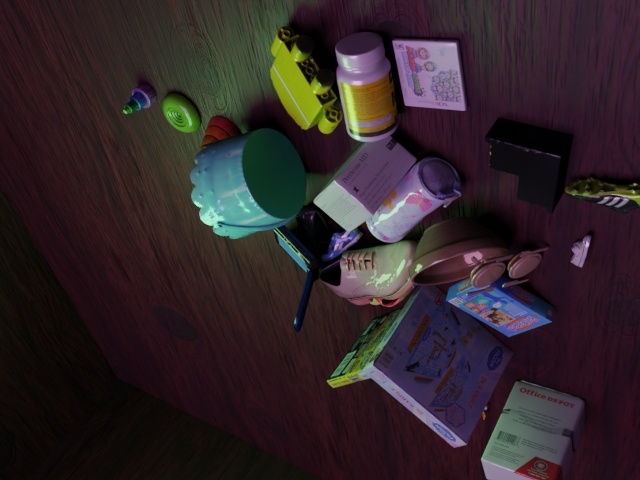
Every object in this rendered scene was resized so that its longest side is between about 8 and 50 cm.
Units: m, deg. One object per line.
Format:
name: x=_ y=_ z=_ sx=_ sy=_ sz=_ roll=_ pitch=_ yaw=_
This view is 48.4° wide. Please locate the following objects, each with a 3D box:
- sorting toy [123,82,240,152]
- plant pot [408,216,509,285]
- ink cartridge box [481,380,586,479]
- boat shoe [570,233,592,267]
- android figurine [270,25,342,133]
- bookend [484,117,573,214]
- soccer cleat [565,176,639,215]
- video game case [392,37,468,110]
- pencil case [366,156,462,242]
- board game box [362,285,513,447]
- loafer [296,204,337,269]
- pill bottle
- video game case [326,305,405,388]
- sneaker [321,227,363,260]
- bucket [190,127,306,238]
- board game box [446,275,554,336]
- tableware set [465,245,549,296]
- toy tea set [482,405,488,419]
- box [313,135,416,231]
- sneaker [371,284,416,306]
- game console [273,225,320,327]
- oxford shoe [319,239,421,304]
sorting toy: x=-0.399 y=-0.316 z=1.986 sx=0.365 sy=0.126 sz=0.127 roll=29 pitch=145 yaw=13
plant pot: x=0.314 y=0.016 z=1.681 sx=0.237 sy=0.237 sz=0.109 roll=-43 pitch=57 yaw=56
ink cartridge box: x=0.585 y=0.542 z=1.942 sx=0.197 sy=0.273 sz=0.114 roll=13 pitch=142 yaw=33
boat shoe: x=0.570 y=0.020 z=1.565 sx=0.035 sy=0.035 sz=0.100 roll=20 pitch=149 yaw=20
android figurine: x=-0.039 y=-0.352 z=1.610 sx=0.248 sy=0.056 sz=0.273 roll=58 pitch=164 yaw=3
bookend: x=0.422 y=-0.153 z=1.466 sx=0.156 sy=0.072 sz=0.157 roll=20 pitch=142 yaw=27
soccer cleat: x=0.578 y=-0.085 z=1.415 sx=0.179 sy=0.060 sz=0.072 roll=6 pitch=136 yaw=34
video game case: x=0.227 y=-0.343 z=1.472 sx=0.143 sy=0.019 sz=0.157 roll=12 pitch=138 yaw=33
pencil case: x=0.216 y=-0.092 z=1.691 sx=0.124 sy=0.113 sz=0.273 roll=12 pitch=153 yaw=-23
board game box: x=0.318 y=0.320 z=1.889 sx=0.318 sy=0.318 sz=0.066 roll=41 pitch=147 yaw=-2
loafer: x=0.000 y=0.000 z=2.023 sx=0.078 sy=0.076 sz=0.223 roll=12 pitch=135 yaw=47
pill bottle: x=0.098 y=-0.327 z=1.522 sx=0.119 sy=0.119 sz=0.208 roll=16 pitch=140 yaw=30
video game case: x=0.161 y=0.299 z=2.045 sx=0.035 sy=0.275 sz=0.248 roll=47 pitch=145 yaw=-8
sneaker: x=0.051 y=0.004 z=1.975 sx=0.144 sy=0.053 sz=0.059 roll=-38 pitch=94 yaw=21
bucket: x=-0.178 y=-0.151 z=1.849 sx=0.183 sy=0.281 sz=0.281 roll=-13 pitch=121 yaw=39
board game box: x=0.447 y=0.158 z=1.780 sx=0.210 sy=0.047 sz=0.160 roll=31 pitch=147 yaw=-15
tableware set: x=0.421 y=0.059 z=1.638 sx=0.039 sy=0.194 sz=0.128 roll=60 pitch=148 yaw=35
toy tea set: x=0.405 y=0.453 z=2.132 sx=0.200 sy=0.124 sz=0.336 roll=24 pitch=143 yaw=21
box: x=0.100 y=-0.138 z=1.652 sx=0.119 sy=0.181 sz=0.182 roll=40 pitch=161 yaw=-5
sneaker: x=0.183 y=0.149 z=2.014 sx=0.081 sy=0.094 sz=0.208 roll=42 pitch=147 yaw=-8
game console: x=-0.092 y=0.108 z=2.035 sx=0.250 sy=0.173 sz=0.293 roll=46 pitch=172 yaw=7
oxford shoe: x=0.132 y=0.082 z=1.905 sx=0.146 sy=0.140 sz=0.397 roll=21 pitch=151 yaw=-22
